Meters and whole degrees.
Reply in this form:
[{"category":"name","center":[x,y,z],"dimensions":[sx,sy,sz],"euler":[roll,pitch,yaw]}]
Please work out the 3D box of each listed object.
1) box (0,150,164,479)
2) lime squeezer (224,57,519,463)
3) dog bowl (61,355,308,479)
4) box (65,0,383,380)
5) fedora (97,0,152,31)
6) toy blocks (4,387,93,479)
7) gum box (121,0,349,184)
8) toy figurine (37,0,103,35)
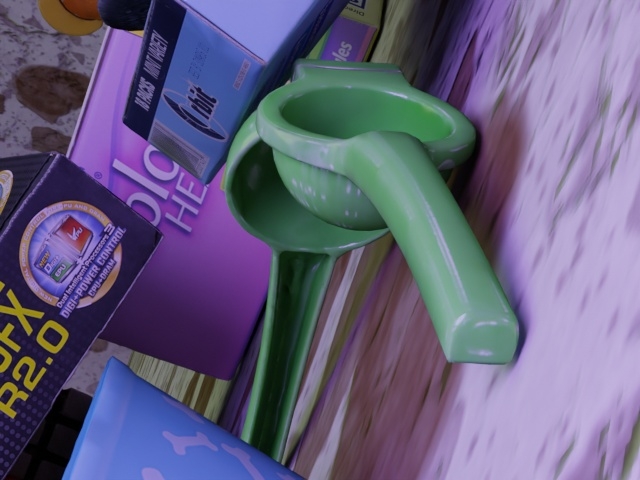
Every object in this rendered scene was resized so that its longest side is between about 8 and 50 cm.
[{"category":"box","center":[-0.196,0.067,0.851],"dimensions":[0.216,0.060,0.270],"euler":[-57,22,-14]},{"category":"lime squeezer","center":[0.000,0.000,0.517],"dimensions":[0.310,0.059,0.110],"euler":[132,157,-74]},{"category":"dog bowl","center":[-0.063,0.176,0.428],"dimensions":[0.166,0.074,0.297],"euler":[126,162,-71]},{"category":"box","center":[-0.051,-0.091,1.009],"dimensions":[0.243,0.117,0.213],"euler":[-78,10,-60]},{"category":"fedora","center":[-0.023,-0.232,0.670],"dimensions":[0.334,0.152,0.334],"euler":[-54,0,1]},{"category":"toy blocks","center":[-0.152,0.200,0.840],"dimensions":[0.261,0.190,0.381],"euler":[-21,46,67]},{"category":"gum box","center":[0.012,-0.114,0.606],"dimensions":[0.184,0.041,0.157],"euler":[-54,1,-14]},{"category":"toy figurine","center":[-0.066,-0.218,1.159],"dimensions":[0.148,0.213,0.209],"euler":[-112,36,-58]}]
